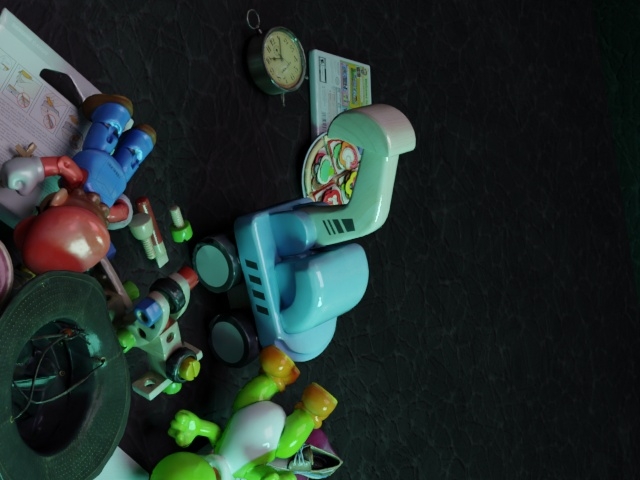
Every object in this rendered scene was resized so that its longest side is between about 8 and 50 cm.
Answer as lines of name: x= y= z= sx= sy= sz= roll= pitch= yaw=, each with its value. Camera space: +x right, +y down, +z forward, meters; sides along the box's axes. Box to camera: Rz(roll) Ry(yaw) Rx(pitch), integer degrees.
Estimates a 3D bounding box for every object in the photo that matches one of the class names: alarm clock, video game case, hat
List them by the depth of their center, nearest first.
hat: x=-0.404 y=0.201 z=1.496 sx=0.331 sy=0.134 sz=0.331 roll=1 pitch=90 yaw=-66
alarm clock: x=-0.099 y=-0.369 z=2.134 sx=0.129 sy=0.064 sz=0.192 roll=-53 pitch=127 yaw=-39
video game case: x=0.045 y=-0.289 z=2.330 sx=0.193 sy=0.023 sz=0.212 roll=5 pitch=81 yaw=-50

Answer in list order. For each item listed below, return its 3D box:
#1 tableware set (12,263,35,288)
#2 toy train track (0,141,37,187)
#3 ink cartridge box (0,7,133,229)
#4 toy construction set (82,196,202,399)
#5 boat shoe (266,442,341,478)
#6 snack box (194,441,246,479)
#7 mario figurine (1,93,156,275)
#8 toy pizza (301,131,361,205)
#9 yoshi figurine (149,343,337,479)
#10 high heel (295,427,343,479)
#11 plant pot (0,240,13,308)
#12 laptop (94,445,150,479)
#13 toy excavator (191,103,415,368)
tableware set: x=-0.403 y=0.061 z=1.645 sx=0.104 sy=0.154 sz=0.024 roll=-41 pitch=134 yaw=-36
toy train track: x=-0.452 y=-0.113 z=1.612 sx=0.083 sy=0.014 sz=0.048 roll=-59 pitch=136 yaw=-27
ink cartridge box: x=-0.453 y=-0.162 z=1.674 sx=0.296 sy=0.066 sz=0.261 roll=43 pitch=55 yaw=-39
toy construction set: x=-0.288 y=0.110 z=1.763 sx=0.308 sy=0.258 sz=0.237 roll=-73 pitch=156 yaw=-50
boat shoe: x=-0.042 y=0.402 z=2.016 sx=0.183 sy=0.066 sz=0.066 roll=14 pitch=59 yaw=-38
snack box: x=-0.180 y=0.436 z=1.949 sx=0.100 sy=0.037 sz=0.141 roll=-29 pitch=107 yaw=-47
mario figurine: x=-0.378 y=-0.075 z=1.644 sx=0.198 sy=0.170 sz=0.320 roll=27 pitch=49 yaw=-9
toy pizza: x=0.034 y=-0.129 z=2.265 sx=0.201 sy=0.032 sz=0.201 roll=-8 pitch=100 yaw=-49
yoshi figurine: x=-0.149 y=0.350 z=1.807 sx=0.362 sy=0.203 sz=0.203 roll=-46 pitch=118 yaw=-11
high heel: x=-0.067 y=0.448 z=2.077 sx=0.244 sy=0.082 sz=0.117 roll=-37 pitch=84 yaw=-33
plant pot: x=-0.523 y=0.052 z=1.472 sx=0.201 sy=0.180 sz=0.201 roll=8 pitch=80 yaw=-50
laptop: x=-0.380 y=0.418 z=1.555 sx=0.382 sy=0.236 sz=0.407 roll=52 pitch=49 yaw=-34
toy excavator: x=0.000 y=0.000 z=1.904 sx=0.222 sy=0.445 sz=0.432 roll=-21 pitch=102 yaw=-50
